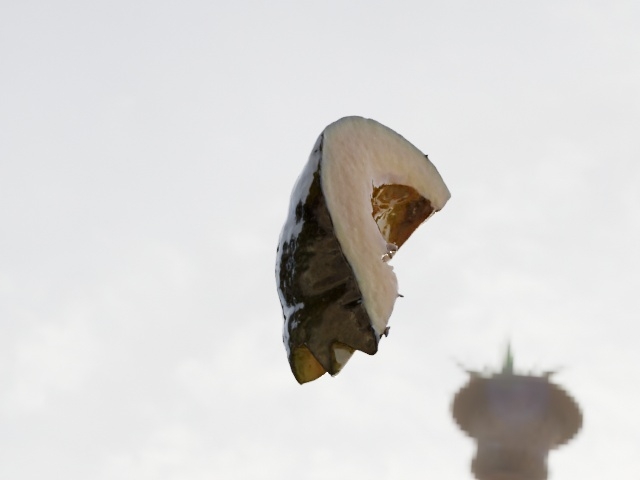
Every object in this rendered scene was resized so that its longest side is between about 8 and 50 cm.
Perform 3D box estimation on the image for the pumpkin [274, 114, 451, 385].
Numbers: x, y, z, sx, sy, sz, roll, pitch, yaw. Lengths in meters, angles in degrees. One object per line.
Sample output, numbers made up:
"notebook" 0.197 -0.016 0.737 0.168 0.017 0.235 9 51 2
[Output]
"pumpkin" 0.000 0.000 1.545 0.130 0.254 0.149 -30 -72 32
